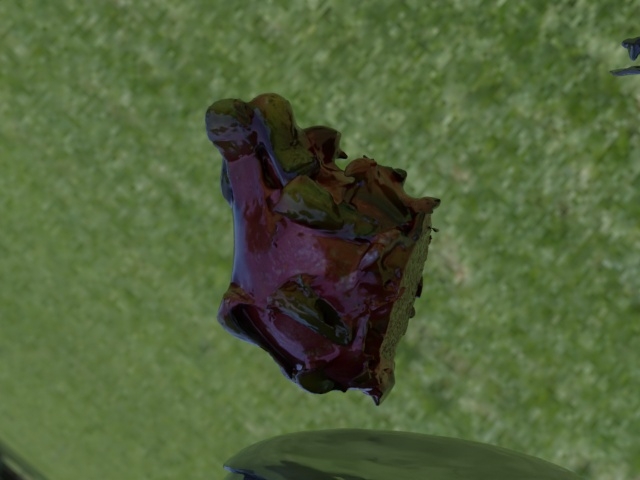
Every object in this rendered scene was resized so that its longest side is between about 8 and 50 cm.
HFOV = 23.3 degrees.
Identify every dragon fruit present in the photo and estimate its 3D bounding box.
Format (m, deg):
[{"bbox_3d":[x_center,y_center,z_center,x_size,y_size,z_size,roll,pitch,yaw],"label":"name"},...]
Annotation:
[{"bbox_3d":[0.000,0.000,0.928,0.207,0.150,0.133,56,-168,-10],"label":"dragon fruit"}]

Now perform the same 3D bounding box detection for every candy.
[{"bbox_3d":[0.057,0.210,0.905,0.295,0.185,0.295,8,180,0],"label":"candy"}]

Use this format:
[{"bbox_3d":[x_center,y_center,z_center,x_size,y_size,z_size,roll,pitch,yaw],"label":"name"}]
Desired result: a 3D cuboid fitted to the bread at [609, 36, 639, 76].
[{"bbox_3d":[0.348,-0.192,0.993,0.236,0.388,0.183,24,168,1],"label":"bread"}]
